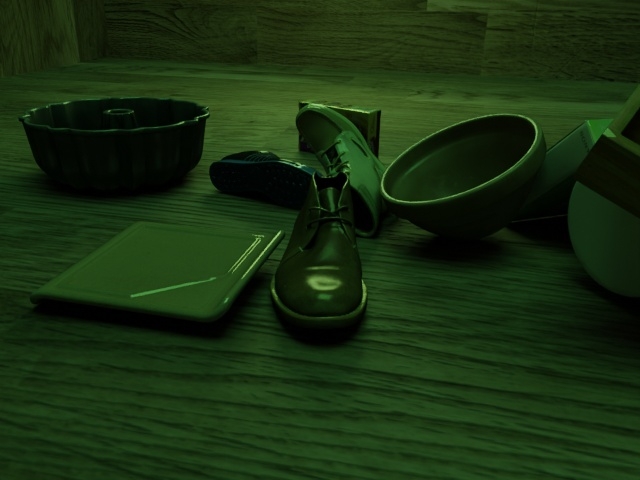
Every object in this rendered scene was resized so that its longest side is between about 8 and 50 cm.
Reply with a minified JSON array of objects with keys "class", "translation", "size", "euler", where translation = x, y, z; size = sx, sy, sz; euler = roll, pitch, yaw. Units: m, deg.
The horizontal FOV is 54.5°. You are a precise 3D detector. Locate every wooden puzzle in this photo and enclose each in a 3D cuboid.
[{"class":"wooden puzzle","translation":[-0.182,0.036,0.748],"size":[0.238,0.044,0.221],"euler":[2,22,14]}]

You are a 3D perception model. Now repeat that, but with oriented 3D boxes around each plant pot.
[{"class":"plant pot","translation":[0.213,-0.077,0.894],"size":[0.237,0.110,0.237],"euler":[-23,27,13]}]

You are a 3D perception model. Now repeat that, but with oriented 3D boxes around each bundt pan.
[{"class":"bundt pan","translation":[-0.365,-0.178,1.143],"size":[0.330,0.124,0.331],"euler":[0,22,0]}]

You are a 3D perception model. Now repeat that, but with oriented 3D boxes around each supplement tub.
[{"class":"supplement tub","translation":[0.463,-0.035,0.750],"size":[0.272,0.191,0.191],"euler":[-9,24,-23]}]

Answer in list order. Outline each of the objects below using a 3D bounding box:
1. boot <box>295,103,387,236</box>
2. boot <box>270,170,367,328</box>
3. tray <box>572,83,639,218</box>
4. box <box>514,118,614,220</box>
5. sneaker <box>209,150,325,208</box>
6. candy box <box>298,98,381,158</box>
[{"class":"boot","translation":[0.026,-0.111,0.950],"size":[0.213,0.077,0.165],"euler":[47,29,-6]},{"class":"boot","translation":[0.000,0.000,0.744],"size":[0.112,0.115,0.305],"euler":[3,23,-1]},{"class":"tray","translation":[0.471,-0.024,0.577],"size":[0.411,0.076,0.203],"euler":[36,62,16]},{"class":"box","translation":[0.454,-0.109,0.931],"size":[0.322,0.058,0.232],"euler":[-8,-18,-21]},{"class":"sneaker","translation":[-0.076,-0.114,1.059],"size":[0.232,0.081,0.090],"euler":[14,30,28]},{"class":"candy box","translation":[0.037,-0.235,1.323],"size":[0.186,0.109,0.053],"euler":[18,28,33]}]
